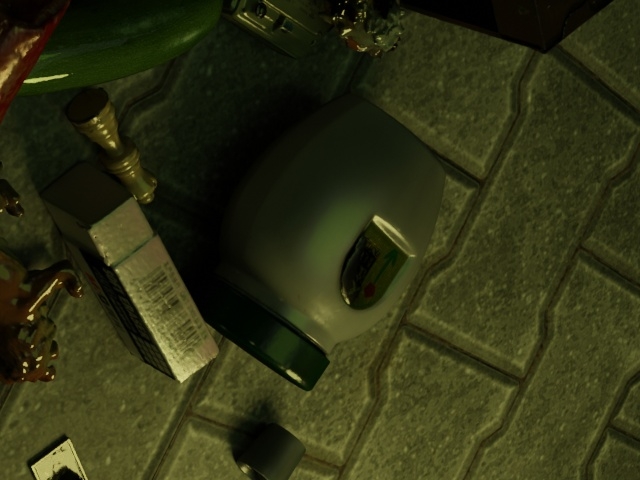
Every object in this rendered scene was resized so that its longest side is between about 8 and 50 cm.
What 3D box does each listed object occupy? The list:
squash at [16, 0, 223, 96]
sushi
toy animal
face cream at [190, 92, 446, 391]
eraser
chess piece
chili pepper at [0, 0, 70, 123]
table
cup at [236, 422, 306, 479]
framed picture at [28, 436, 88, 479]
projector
[{"bbox_3d":[-0.265,-0.237,1.836,0.395,0.107,0.107,-21,121,-37],"label":"squash"},{"bbox_3d":[0.044,-0.311,1.974,0.097,0.103,0.226,-33,126,-8],"label":"sushi"},{"bbox_3d":[-0.378,0.050,1.867,0.157,0.097,0.312,-42,130,-14],"label":"toy animal"},{"bbox_3d":[0.000,0.000,2.108,0.357,0.219,0.312,-55,139,-6],"label":"face cream"},{"bbox_3d":[-0.235,0.042,1.972,0.086,0.130,0.287,-40,132,-19],"label":"eraser"},{"bbox_3d":[-0.250,-0.109,1.944,0.060,0.060,0.172,-47,136,-18],"label":"chess piece"},{"bbox_3d":[-0.408,-0.199,1.569,0.229,0.251,0.305,17,118,-50],"label":"chili pepper"},{"bbox_3d":[0.238,-0.429,2.101,0.196,0.282,0.251,-39,130,-24],"label":"table"},{"bbox_3d":[-0.070,0.320,2.297,0.077,0.078,0.100,-51,169,-20],"label":"cup"},{"bbox_3d":[-0.344,0.310,2.071,0.066,0.006,0.089,-36,129,-27],"label":"framed picture"},{"bbox_3d":[-0.010,-0.375,2.029,0.193,0.088,0.270,28,88,-43],"label":"projector"}]
